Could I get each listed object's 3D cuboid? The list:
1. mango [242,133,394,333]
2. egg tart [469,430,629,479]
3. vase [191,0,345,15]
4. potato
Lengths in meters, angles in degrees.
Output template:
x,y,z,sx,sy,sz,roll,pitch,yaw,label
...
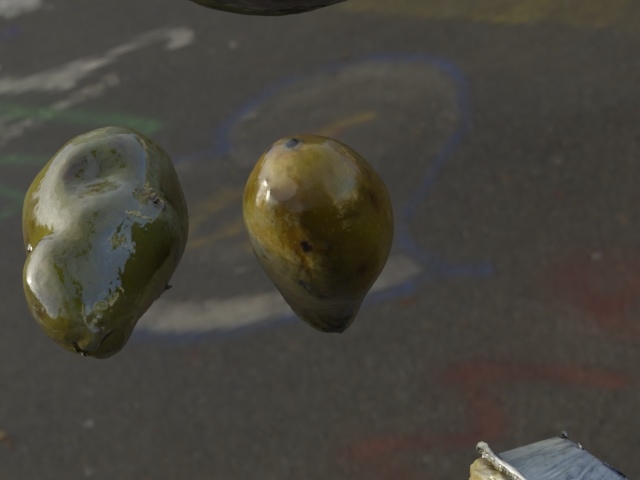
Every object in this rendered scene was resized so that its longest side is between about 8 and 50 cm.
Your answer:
x,y,z,sx,sy,sz,roll,pitch,yaw,label
-0.001,-0.008,2.160,0.176,0.329,0.176,-6,70,1,mango
0.234,0.236,1.546,0.094,0.234,0.234,-53,33,-4,egg tart
-0.071,-0.217,0.972,0.329,0.241,0.302,-21,-2,-10,vase
-0.271,0.007,2.216,0.202,0.218,0.351,4,44,1,potato
